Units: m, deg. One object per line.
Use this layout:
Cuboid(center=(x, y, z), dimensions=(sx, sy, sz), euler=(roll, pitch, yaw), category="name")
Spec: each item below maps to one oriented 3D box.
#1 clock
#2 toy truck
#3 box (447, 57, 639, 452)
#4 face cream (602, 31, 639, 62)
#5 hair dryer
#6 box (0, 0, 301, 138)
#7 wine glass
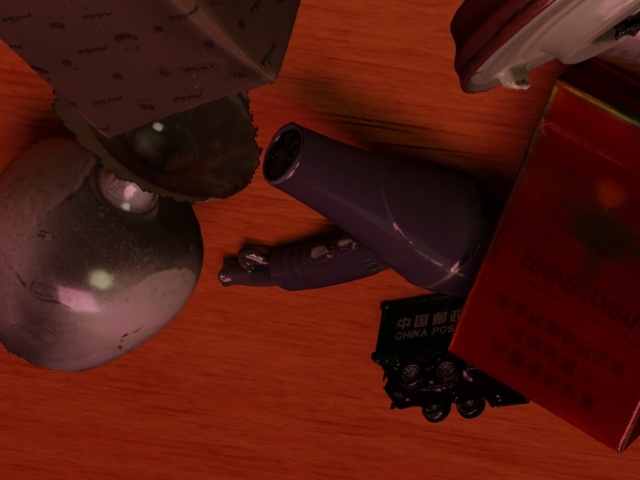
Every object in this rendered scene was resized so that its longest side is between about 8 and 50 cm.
Cuboid(center=(0.237, -0.203, 1.473), dimensions=(0.318, 0.318, 0.080), euler=(-38, 80, 46), category="clock")
Cuboid(center=(0.187, 0.117, 2.100), dimensions=(0.259, 0.121, 0.088), euler=(-10, 138, 26), category="toy truck")
Cuboid(center=(0.263, 0.014, 1.822), dimensions=(0.197, 0.089, 0.313), euler=(31, 124, 19), category="box")
Cuboid(center=(0.309, -0.177, 1.691), dimensions=(0.314, 0.089, 0.143), euler=(21, -178, -10), category="face cream")
Cuboid(center=(0.000, 0.000, 2.006), dimensions=(0.301, 0.121, 0.361), euler=(24, 151, -33), category="hair dryer")
Cuboid(center=(-0.170, -0.268, 1.592), dimensions=(0.190, 0.225, 0.297), euler=(-16, 135, 35), category="box")
Cuboid(center=(-0.211, -0.023, 1.935), dimensions=(0.238, 0.238, 0.323), euler=(23, 132, -15), category="wine glass")
